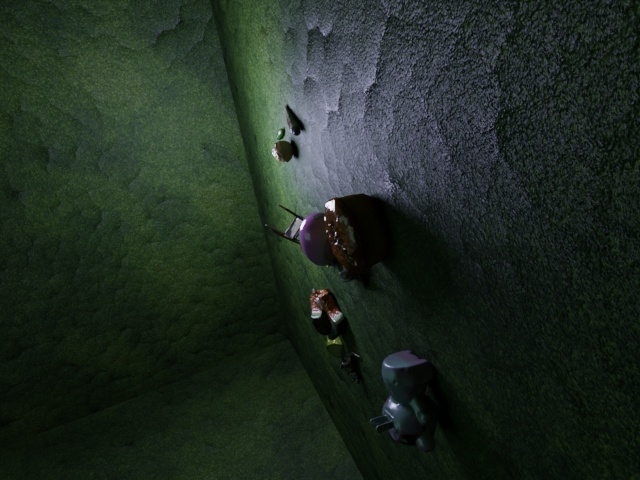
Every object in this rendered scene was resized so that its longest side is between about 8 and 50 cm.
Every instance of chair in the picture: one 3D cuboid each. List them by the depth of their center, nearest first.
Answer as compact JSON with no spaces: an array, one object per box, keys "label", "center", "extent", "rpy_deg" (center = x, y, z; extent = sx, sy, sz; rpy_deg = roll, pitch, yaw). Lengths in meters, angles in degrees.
[{"label":"chair","center":[-0.154,-0.073,2.403],"extent":[0.272,0.166,0.188],"rpy_deg":[33,180,-25]}]

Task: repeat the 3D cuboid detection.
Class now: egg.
[{"label":"egg","center":[0.000,0.000,1.879],"extent":[0.196,0.196,0.272],"rpy_deg":[-137,29,-59]},{"label":"egg","center":[-0.201,-0.476,2.187],"extent":[0.140,0.116,0.118],"rpy_deg":[-85,-14,-56]}]

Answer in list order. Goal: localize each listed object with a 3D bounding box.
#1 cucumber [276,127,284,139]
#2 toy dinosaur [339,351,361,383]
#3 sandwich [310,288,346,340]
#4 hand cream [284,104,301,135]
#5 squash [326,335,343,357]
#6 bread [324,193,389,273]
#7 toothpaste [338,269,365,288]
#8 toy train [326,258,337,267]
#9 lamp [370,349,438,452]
[{"label":"cucumber","center":[-0.229,-0.590,2.303],"extent":[0.155,0.037,0.037],"rpy_deg":[155,98,-74]},{"label":"toy dinosaur","center":[0.201,0.685,2.243],"extent":[0.178,0.087,0.187],"rpy_deg":[-22,103,38]},{"label":"sandwich","center":[0.019,0.409,2.300],"extent":[0.301,0.161,0.250],"rpy_deg":[64,158,20]},{"label":"hand cream","center":[-0.145,-0.589,2.021],"extent":[0.234,0.050,0.080],"rpy_deg":[-115,13,-45]},{"label":"squash","center":[0.063,0.621,2.509],"extent":[0.192,0.085,0.184],"rpy_deg":[93,153,-47]},{"label":"bread","center":[0.126,-0.026,1.486],"extent":[0.312,0.172,0.313],"rpy_deg":[160,90,-78]},{"label":"toothpaste","center":[0.133,0.153,1.653],"extent":[0.075,0.048,0.301],"rpy_deg":[31,-179,22]},{"label":"toy train","center":[0.026,0.077,2.108],"extent":[0.202,0.060,0.081],"rpy_deg":[-148,48,-64]},{"label":"lamp","center":[0.290,0.569,1.436],"extent":[0.247,0.247,0.302],"rpy_deg":[-177,78,-70]}]
